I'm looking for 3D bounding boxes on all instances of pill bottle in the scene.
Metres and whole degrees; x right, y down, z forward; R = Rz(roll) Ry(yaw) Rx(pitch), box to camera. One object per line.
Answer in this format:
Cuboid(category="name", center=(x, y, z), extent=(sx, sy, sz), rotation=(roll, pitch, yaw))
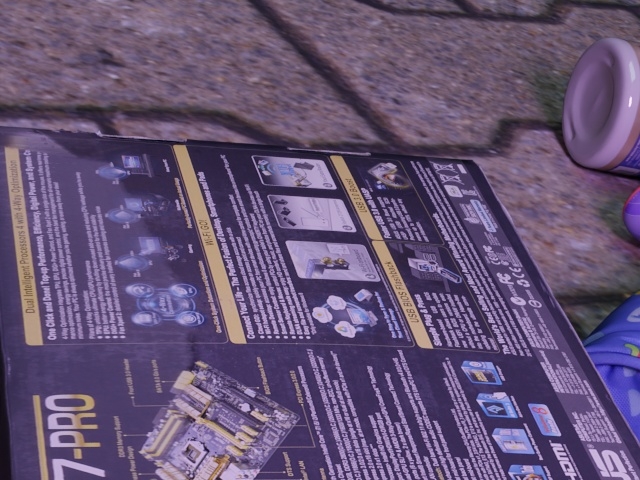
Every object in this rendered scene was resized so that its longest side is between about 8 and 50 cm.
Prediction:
Cuboid(category="pill bottle", center=(0.311, -0.102, 1.525), extent=(0.187, 0.112, 0.112), rotation=(9, 30, -21))

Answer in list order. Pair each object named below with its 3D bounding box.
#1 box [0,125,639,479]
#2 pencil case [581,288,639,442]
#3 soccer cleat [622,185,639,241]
Cuboid(category="box", center=(-0.018, 0.072, 0.954), extent=(0.318, 0.097, 0.395), rotation=(4, 30, -16))
Cuboid(category="pencil case", center=(0.242, 0.081, 1.147), extent=(0.133, 0.119, 0.306), rotation=(15, 24, 26))
Cuboid(category="soccer cleat", center=(0.356, 0.002, 1.412), extent=(0.248, 0.083, 0.095), rotation=(11, 34, -22))
